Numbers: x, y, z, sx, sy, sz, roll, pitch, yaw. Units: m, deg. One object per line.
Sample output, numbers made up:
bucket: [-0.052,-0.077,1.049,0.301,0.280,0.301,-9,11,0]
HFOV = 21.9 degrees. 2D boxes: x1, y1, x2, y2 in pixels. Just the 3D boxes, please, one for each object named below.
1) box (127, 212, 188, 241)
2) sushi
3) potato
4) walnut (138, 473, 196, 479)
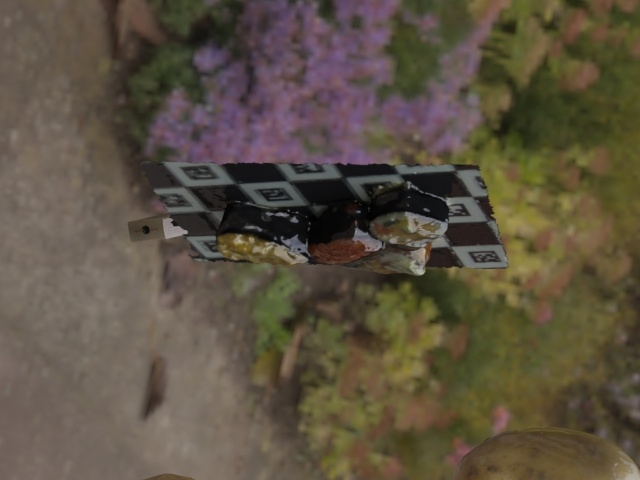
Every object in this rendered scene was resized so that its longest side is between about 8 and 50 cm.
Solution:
box: [-0.150,-0.017,1.696,0.083,0.053,0.024,-12,95,-48]
sushi: [0.000,0.000,0.944,0.139,0.201,0.031,61,33,-62]
potato: [0.220,0.241,1.574,0.161,0.235,0.128,-4,86,-44]
walnut: [-0.152,0.307,1.481,0.222,0.195,0.195,-21,121,-82]
